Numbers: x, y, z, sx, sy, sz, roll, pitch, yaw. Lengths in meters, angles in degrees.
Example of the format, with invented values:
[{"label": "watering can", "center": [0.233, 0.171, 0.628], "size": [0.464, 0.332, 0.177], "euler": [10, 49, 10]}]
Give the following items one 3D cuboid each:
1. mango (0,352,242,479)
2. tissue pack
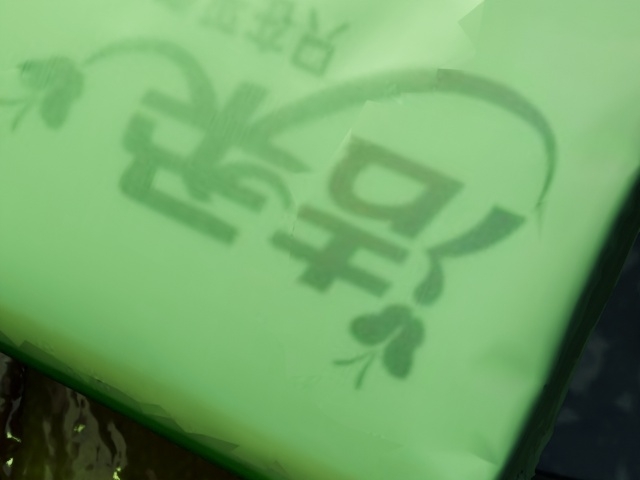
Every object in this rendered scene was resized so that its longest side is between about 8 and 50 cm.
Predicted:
[{"label": "mango", "center": [-0.101, 0.125, 0.649], "size": [0.177, 0.120, 0.295], "euler": [3, 85, 7]}, {"label": "tissue pack", "center": [-0.061, -0.143, 0.492], "size": [0.405, 0.205, 0.331], "euler": [25, 92, 10]}]
